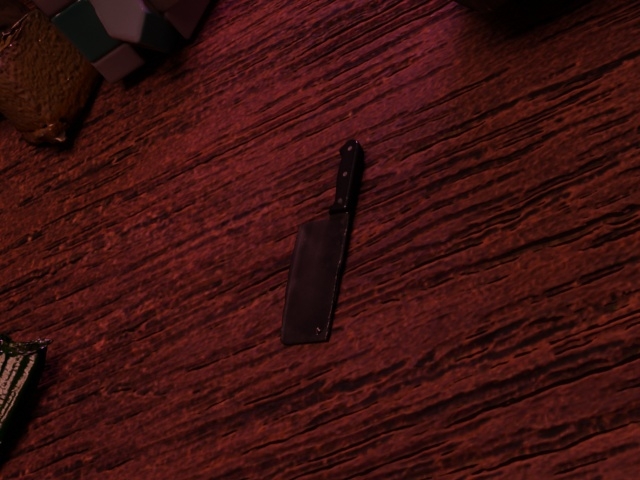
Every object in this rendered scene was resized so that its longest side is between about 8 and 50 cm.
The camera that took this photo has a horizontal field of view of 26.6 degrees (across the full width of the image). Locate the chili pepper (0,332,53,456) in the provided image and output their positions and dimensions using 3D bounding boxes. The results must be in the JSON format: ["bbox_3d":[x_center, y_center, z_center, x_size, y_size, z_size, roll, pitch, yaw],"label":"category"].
[{"bbox_3d":[-0.388,0.200,1.565,0.098,0.061,0.224,24,71,30],"label":"chili pepper"}]

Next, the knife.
[{"bbox_3d":[0.000,0.000,1.459,0.072,0.019,0.245,-8,56,34],"label":"knife"}]

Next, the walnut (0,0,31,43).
[{"bbox_3d":[-0.500,-0.270,1.932,0.230,0.178,0.178,-17,49,10],"label":"walnut"}]

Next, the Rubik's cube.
[{"bbox_3d":[-0.254,-0.358,1.774,0.213,0.224,0.265,-30,40,14],"label":"Rubik's cube"}]

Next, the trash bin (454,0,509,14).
[{"bbox_3d":[0.258,-0.426,1.409,0.432,0.280,0.280,-22,48,17],"label":"trash bin"}]

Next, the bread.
[{"bbox_3d":[-0.382,-0.218,1.821,0.127,0.147,0.152,3,54,52],"label":"bread"}]
